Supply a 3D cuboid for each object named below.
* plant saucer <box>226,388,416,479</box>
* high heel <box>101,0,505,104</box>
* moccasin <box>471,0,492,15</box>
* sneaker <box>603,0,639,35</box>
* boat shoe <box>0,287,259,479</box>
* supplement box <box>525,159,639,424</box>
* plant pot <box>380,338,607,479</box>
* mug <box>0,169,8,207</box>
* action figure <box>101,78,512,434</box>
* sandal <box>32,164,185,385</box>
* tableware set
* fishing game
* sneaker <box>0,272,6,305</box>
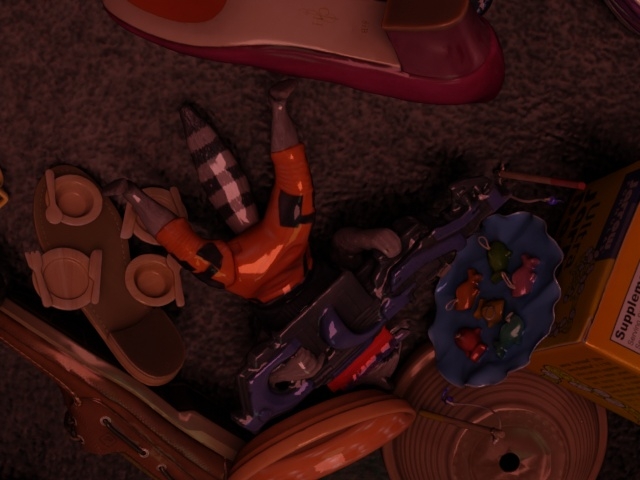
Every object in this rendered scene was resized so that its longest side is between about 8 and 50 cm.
[{"bbox_3d":[-0.004,0.195,1.523,0.200,0.200,0.037,-25,73,2],"label":"plant saucer"},{"bbox_3d":[-0.017,-0.186,1.485,0.377,0.181,0.127,12,71,22],"label":"high heel"},{"bbox_3d":[0.045,-0.336,1.452,0.138,0.117,0.342,-38,104,5],"label":"moccasin"},{"bbox_3d":[0.262,-0.290,1.457,0.282,0.161,0.102,38,99,-10],"label":"sneaker"},{"bbox_3d":[-0.207,0.165,1.550,0.307,0.111,0.104,34,97,-10],"label":"boat shoe"},{"bbox_3d":[0.395,0.096,1.506,0.356,0.195,0.194,27,75,-9],"label":"supplement box"},{"bbox_3d":[0.180,0.206,1.588,0.237,0.110,0.237,-1,102,-3],"label":"plant pot"},{"bbox_3d":[-0.346,-0.054,1.520,0.064,0.062,0.078,-35,96,12],"label":"mug"},{"bbox_3d":[0.000,0.000,1.519,0.341,0.178,0.330,-35,114,-9],"label":"action figure"},{"bbox_3d":[-0.218,0.047,1.538,0.088,0.079,0.240,-25,74,-30],"label":"sandal"},{"bbox_3d":[-0.199,0.003,1.508,0.168,0.020,0.141,4,62,-19],"label":"tableware set"},{"bbox_3d":[0.159,0.053,1.513,0.041,0.189,0.264,22,87,-30],"label":"fishing game"},{"bbox_3d":[-0.460,0.012,1.501,0.330,0.122,0.146,29,106,3],"label":"sneaker"}]
